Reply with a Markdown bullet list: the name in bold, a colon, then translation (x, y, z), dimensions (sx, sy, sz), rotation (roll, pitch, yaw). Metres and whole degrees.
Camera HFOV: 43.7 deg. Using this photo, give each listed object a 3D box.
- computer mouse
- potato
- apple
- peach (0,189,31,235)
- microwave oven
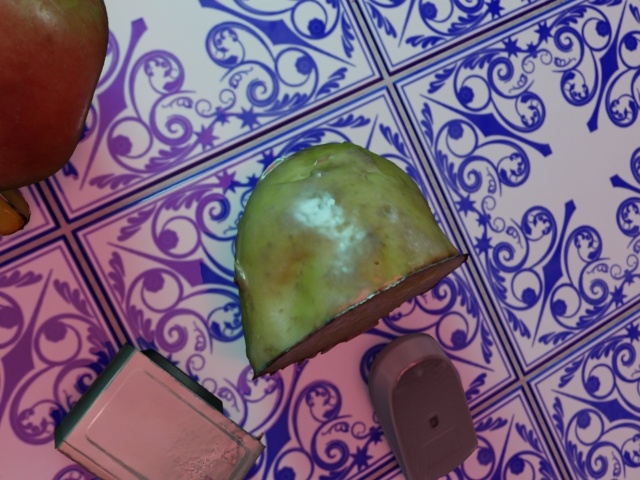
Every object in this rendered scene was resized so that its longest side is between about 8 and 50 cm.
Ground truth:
- **computer mouse**: translation (0.142, 0.235, 1.131), dimensions (0.128, 0.079, 0.231), rotation (-23, 111, -15)
- **potato**: translation (0.000, 0.000, 1.018), dimensions (0.289, 0.301, 0.237), rotation (-14, 70, -51)
- **apple**: translation (-0.372, -0.207, 0.847), dimensions (0.277, 0.319, 0.319), rotation (15, 83, -36)
- **peach**: translation (-0.393, -0.046, 0.965), dimensions (0.083, 0.050, 0.077), rotation (6, 110, -9)
- **microwave oven**: translation (-0.199, 0.243, 0.982), dimensions (0.205, 0.129, 0.163), rotation (42, 74, -13)
